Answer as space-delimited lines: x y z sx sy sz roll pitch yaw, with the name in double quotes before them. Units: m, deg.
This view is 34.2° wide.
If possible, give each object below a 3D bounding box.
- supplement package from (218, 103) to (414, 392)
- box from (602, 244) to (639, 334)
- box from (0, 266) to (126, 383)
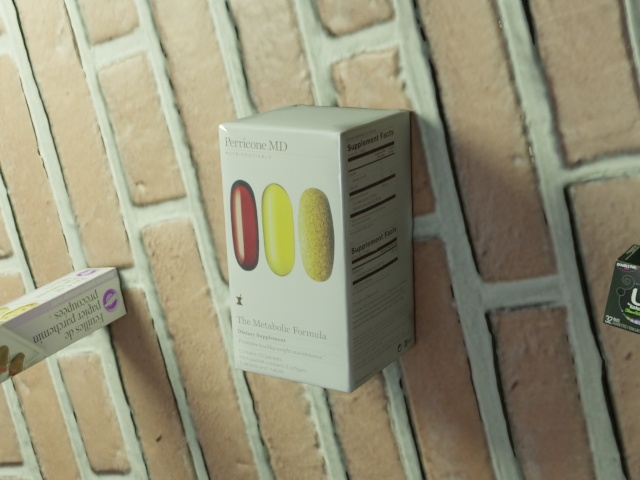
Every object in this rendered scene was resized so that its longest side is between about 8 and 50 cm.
"supplement package" 0.000 0.000 0.997 0.139 0.134 0.244 7 109 31
"box" 0.291 0.048 0.875 0.083 0.052 0.062 18 115 29
"box" -0.347 0.111 1.142 0.067 0.324 0.063 -1 108 34
